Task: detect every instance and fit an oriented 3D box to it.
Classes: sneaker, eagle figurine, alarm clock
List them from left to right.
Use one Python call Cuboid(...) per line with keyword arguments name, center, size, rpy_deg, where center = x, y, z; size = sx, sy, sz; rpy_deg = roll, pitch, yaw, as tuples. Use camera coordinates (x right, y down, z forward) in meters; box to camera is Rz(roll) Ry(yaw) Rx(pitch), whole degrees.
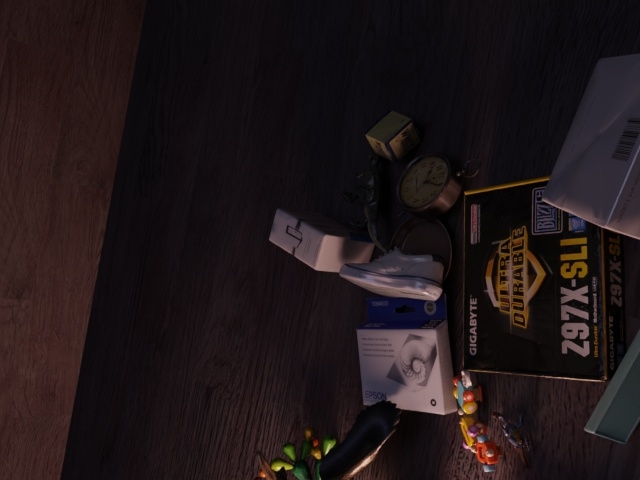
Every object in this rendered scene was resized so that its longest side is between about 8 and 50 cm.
Cuboid(name="eagle figurine", center=(0.058, 0.479, 1.227), size=(0.225, 0.299, 0.226), rpy_deg=(-116, 3, -66))
Cuboid(name="sneaker", center=(0.146, 0.060, 1.263), size=(0.258, 0.094, 0.091), rpy_deg=(6, 69, 47))
Cuboid(name="alarm clock", center=(0.230, -0.112, 1.234), size=(0.192, 0.064, 0.129), rpy_deg=(-24, 50, 41))

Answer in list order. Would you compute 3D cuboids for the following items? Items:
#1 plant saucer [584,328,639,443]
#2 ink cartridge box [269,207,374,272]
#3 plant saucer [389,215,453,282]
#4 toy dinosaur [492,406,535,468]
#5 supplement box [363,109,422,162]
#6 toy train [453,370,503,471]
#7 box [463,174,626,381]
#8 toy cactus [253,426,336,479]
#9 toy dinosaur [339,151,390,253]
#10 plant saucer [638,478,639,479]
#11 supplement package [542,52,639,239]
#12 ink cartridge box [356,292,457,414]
Cuboid(name="plant saucer", center=(0.453, 0.207, 0.902), size=(0.018, 0.067, 0.192), rpy_deg=(-93, 24, -75))
Cuboid(name="ink cartridge box", center=(0.000, 0.000, 1.439), size=(0.203, 0.148, 0.085), rpy_deg=(29, 108, 51))
Cuboid(name="plant saucer", center=(0.206, 0.032, 1.273), size=(0.168, 0.029, 0.168), rpy_deg=(-15, 71, 49))
Cuboid(name="toy dinosaur", center=(0.319, 0.327, 1.066), size=(0.082, 0.047, 0.090), rpy_deg=(-145, 56, -70))
Cuboid(name="supplement box", center=(0.154, -0.221, 1.337), size=(0.083, 0.056, 0.083), rpy_deg=(-43, 41, -9))
Cuboid(name="toy train", center=(0.276, 0.308, 1.088), size=(0.125, 0.046, 0.166), rpy_deg=(105, 157, -71))
Cuboid(name="box", center=(0.359, 0.061, 1.040), size=(0.257, 0.079, 0.321), rpy_deg=(-7, 77, 49))
Cuboid(name="toy cactus", center=(-0.031, 0.531, 1.400), size=(0.219, 0.112, 0.180), rpy_deg=(-38, 67, 0))
Cuboid(name="toy dinosaur", center=(0.102, -0.083, 1.390), size=(0.118, 0.064, 0.268), rpy_deg=(-26, 60, 51))
Cuboid(name="plant saucer", center=(0.515, 0.461, 0.748), size=(0.401, 0.101, 0.400), rpy_deg=(-12, 74, 49))
Cuboid(name="supplement package", center=(0.453, -0.086, 0.752), size=(0.198, 0.263, 0.199), rpy_deg=(-93, 21, -77))
Cuboid(name="ink cartridge box", center=(0.162, 0.222, 1.252), size=(0.223, 0.045, 0.223), rpy_deg=(-11, 81, 50))
